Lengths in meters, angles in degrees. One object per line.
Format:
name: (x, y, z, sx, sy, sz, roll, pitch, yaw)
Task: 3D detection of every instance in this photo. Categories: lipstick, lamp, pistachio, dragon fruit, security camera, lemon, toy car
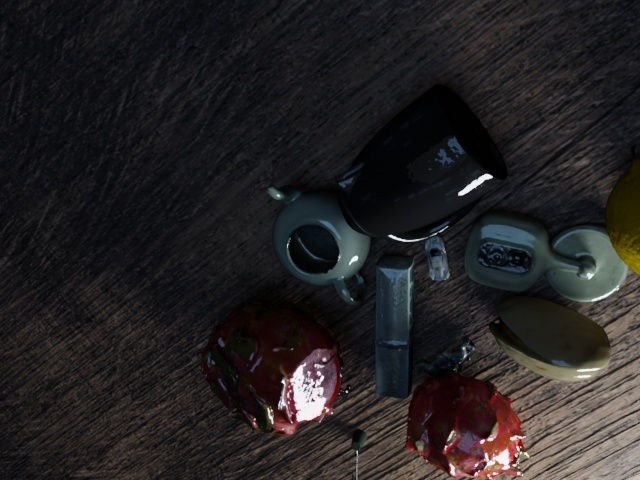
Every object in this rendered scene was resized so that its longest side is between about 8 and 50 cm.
lipstick: (0.146, 0.169, 1.968, 0.076, 0.077, 0.289, 3, 111, 15)
lamp: (0.080, 0.469, 2.117, 0.041, 0.054, 0.121, 3, 111, 15)
pistachio: (0.428, 0.187, 1.867, 0.238, 0.153, 0.137, 25, 108, 34)
dragon fruit: (0.293, 0.370, 1.935, 0.268, 0.205, 0.210, 35, 116, -1)
security camera: (0.420, 0.035, 1.844, 0.302, 0.080, 0.157, 11, 113, 8)
dragon fruit: (-0.101, 0.236, 1.981, 0.291, 0.269, 0.250, 21, 130, 46)
lemon: (0.592, -0.027, 1.708, 0.188, 0.188, 0.256, -25, 98, 23)
toy car: (0.224, 0.033, 1.921, 0.041, 0.025, 0.093, -9, 108, 17)

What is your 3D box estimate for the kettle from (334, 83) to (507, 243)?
kettle: (0.180, -0.100, 1.796, 0.290, 0.207, 0.268, -37, 133, 23)

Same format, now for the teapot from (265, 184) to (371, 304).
teapot: (0.000, 0.000, 1.913, 0.193, 0.129, 0.294, -29, 100, 24)

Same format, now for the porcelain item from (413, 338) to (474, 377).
porcelain item: (0.261, 0.254, 2.001, 0.136, 0.021, 0.075, -28, 105, 24)
